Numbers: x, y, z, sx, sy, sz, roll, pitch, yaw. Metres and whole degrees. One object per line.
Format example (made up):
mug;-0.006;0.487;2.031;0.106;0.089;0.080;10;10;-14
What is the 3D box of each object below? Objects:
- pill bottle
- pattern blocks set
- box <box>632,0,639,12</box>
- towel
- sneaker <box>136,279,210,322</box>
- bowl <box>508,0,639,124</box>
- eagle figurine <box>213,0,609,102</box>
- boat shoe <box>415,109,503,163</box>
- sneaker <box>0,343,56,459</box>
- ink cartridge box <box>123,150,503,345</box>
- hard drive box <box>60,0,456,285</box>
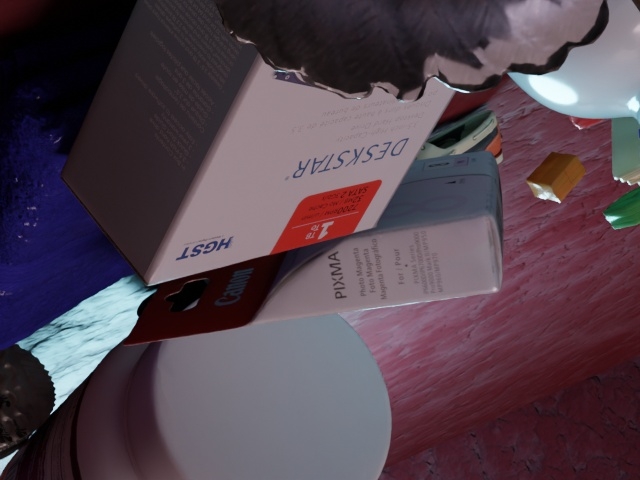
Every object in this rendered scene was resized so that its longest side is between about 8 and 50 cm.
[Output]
pill bottle;-0.112;0.190;1.391;0.224;0.224;0.392;-18;167;-32
pattern blocks set;0.295;-0.102;1.350;0.285;0.026;0.325;-23;-162;27
box;0.245;-0.205;0.860;0.231;0.262;0.127;-19;162;-27
towel;-0.124;-0.052;1.087;0.228;0.076;0.308;-28;166;-29
sneaker;-0.102;0.050;1.423;0.121;0.079;0.217;-28;165;4
bowl;0.258;-0.170;1.236;0.298;0.134;0.298;-26;164;-8
eagle figurine;0.006;-0.199;0.530;0.226;0.225;0.298;-39;157;0
boat shoe;0.091;-0.069;1.448;0.137;0.049;0.043;-21;121;-18
sneaker;-0.354;0.179;1.357;0.293;0.102;0.146;-14;160;-42
ink cartridge box;0.000;0.000;1.106;0.232;0.066;0.189;-4;-166;7
hard drive box;-0.007;-0.102;0.897;0.181;0.089;0.232;-15;146;-44
